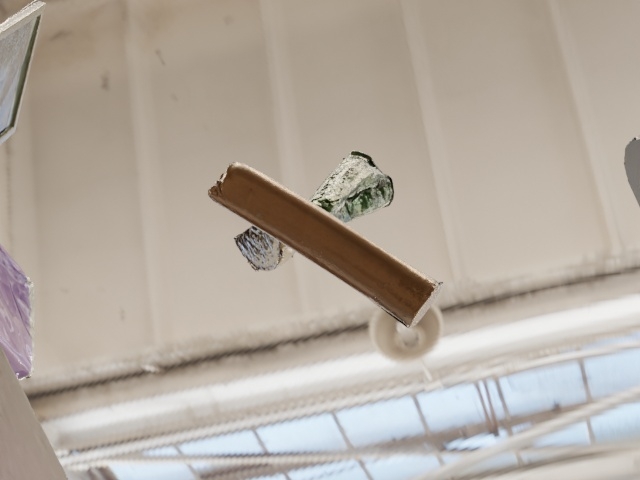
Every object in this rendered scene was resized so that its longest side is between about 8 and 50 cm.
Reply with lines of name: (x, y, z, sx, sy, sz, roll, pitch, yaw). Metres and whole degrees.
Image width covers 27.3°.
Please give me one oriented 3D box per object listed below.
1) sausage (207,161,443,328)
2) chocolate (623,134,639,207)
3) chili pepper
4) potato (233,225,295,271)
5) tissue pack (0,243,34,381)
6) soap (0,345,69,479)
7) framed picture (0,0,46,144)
sausage: (0.000, 0.000, 0.589, 0.116, 0.026, 0.026, 32, -105, 17)
chocolate: (0.528, -0.031, 1.476, 0.210, 0.225, 0.340, -26, -115, -20)
chili pepper: (0.017, -0.054, 1.631, 0.088, 0.227, 0.059, 49, -63, 6)
potato: (-0.028, -0.002, 0.932, 0.036, 0.093, 0.037, -28, -92, -21)
tissue pack: (-0.430, 0.036, 1.151, 0.242, 0.338, 0.160, -20, -129, 8)
soap: (-0.230, 0.207, 0.893, 0.107, 0.285, 0.296, -25, -87, 0)
framed picture: (-0.437, -0.195, 1.744, 0.019, 0.209, 0.281, 19, -155, 0)
